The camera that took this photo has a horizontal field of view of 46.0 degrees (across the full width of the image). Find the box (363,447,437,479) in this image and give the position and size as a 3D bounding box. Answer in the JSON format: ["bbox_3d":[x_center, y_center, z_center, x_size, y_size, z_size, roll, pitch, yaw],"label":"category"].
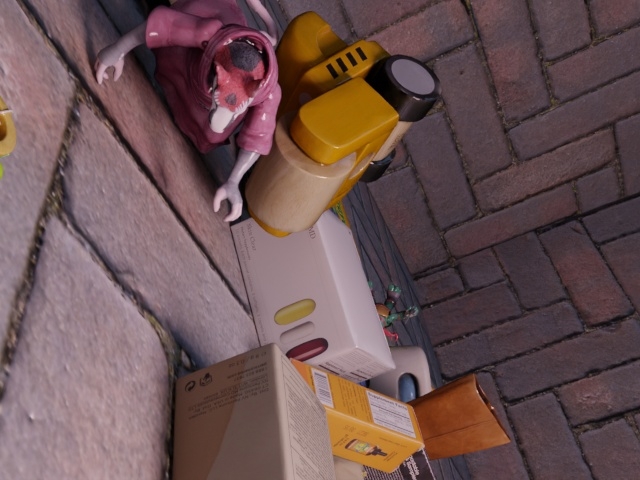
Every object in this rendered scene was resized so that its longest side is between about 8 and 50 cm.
[{"bbox_3d":[0.094,0.368,1.143,0.029,0.162,0.116,-6,75,-80],"label":"box"}]

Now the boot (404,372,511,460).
[{"bbox_3d":[0.168,0.349,1.229,0.096,0.281,0.264,-90,156,-64],"label":"boot"}]

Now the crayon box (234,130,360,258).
[{"bbox_3d":[-0.029,-0.068,1.461,0.323,0.083,0.203,47,18,-41],"label":"crayon box"}]

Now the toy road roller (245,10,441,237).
[{"bbox_3d":[-0.011,-0.186,1.095,0.240,0.202,0.329,44,48,8],"label":"toy road roller"}]

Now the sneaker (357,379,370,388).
[{"bbox_3d":[0.043,0.256,1.308,0.083,0.087,0.221,61,12,-68],"label":"sneaker"}]

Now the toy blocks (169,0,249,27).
[{"bbox_3d":[-0.218,-0.445,1.273,0.261,0.191,0.381,-117,-177,-70],"label":"toy blocks"}]

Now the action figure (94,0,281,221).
[{"bbox_3d":[-0.109,-0.206,0.956,0.248,0.276,0.370,53,-9,-21],"label":"action figure"}]

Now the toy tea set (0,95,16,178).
[{"bbox_3d":[-0.260,-0.156,0.512,0.200,0.124,0.335,25,44,-75],"label":"toy tea set"}]

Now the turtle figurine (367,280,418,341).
[{"bbox_3d":[0.161,0.180,2.025,0.175,0.118,0.234,25,16,-5],"label":"turtle figurine"}]

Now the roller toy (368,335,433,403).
[{"bbox_3d":[0.150,0.304,1.480,0.191,0.146,0.209,-92,179,-52],"label":"roller toy"}]

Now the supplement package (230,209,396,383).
[{"bbox_3d":[-0.009,0.092,1.200,0.204,0.145,0.261,39,30,-62],"label":"supplement package"}]

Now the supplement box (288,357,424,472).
[{"bbox_3d":[0.032,0.246,1.045,0.233,0.078,0.080,29,29,-28],"label":"supplement box"}]

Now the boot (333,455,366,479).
[{"bbox_3d":[0.057,0.370,1.033,0.213,0.077,0.165,34,14,-8],"label":"boot"}]

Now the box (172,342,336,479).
[{"bbox_3d":[-0.054,0.268,0.703,0.311,0.121,0.148,-99,164,-50],"label":"box"}]
